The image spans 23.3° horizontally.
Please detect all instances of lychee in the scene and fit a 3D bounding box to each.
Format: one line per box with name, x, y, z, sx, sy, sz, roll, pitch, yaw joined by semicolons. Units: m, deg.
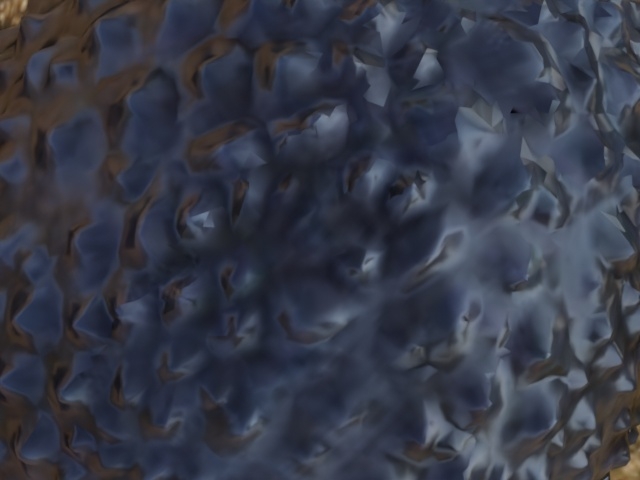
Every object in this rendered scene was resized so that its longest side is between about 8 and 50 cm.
lychee;0.000;0.006;0.564;0.300;0.300;0.300;2;84;-15
